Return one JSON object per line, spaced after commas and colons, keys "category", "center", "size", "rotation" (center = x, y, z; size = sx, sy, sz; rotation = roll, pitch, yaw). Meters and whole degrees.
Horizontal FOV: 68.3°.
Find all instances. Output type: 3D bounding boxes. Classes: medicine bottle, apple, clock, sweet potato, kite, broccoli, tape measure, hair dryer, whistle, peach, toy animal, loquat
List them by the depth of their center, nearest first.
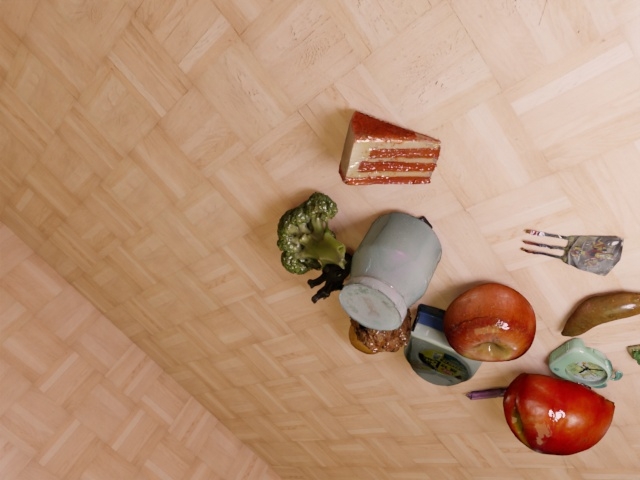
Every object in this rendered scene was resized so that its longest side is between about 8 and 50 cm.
{"category": "kite", "center": [0.678, 0.025, 1.280], "size": [0.245, 0.015, 0.141], "rotation": [13, 130, 19]}
{"category": "sweet potato", "center": [0.811, 0.191, 1.311], "size": [0.108, 0.079, 0.346], "rotation": [23, 143, -33]}
{"category": "medicine bottle", "center": [0.201, 0.097, 1.398], "size": [0.244, 0.290, 0.245], "rotation": [22, 141, 19]}
{"category": "hair dryer", "center": [0.296, -0.040, 1.434], "size": [0.083, 0.026, 0.047], "rotation": [-24, 112, 45]}
{"category": "apple", "center": [0.516, 0.252, 1.440], "size": [0.251, 0.206, 0.272], "rotation": [25, 139, -7]}
{"category": "clock", "center": [0.834, 0.398, 1.485], "size": [0.188, 0.060, 0.148], "rotation": [31, 136, 1]}
{"category": "broccoli", "center": [-0.002, -0.021, 1.519], "size": [0.302, 0.186, 0.254], "rotation": [-8, 80, 38]}
{"category": "peach", "center": [0.782, 0.549, 1.537], "size": [0.338, 0.281, 0.281], "rotation": [-12, 130, -9]}
{"category": "toy animal", "center": [0.044, 0.137, 1.645], "size": [0.115, 0.146, 0.245], "rotation": [53, 133, 7]}
{"category": "tape measure", "center": [0.422, 0.385, 1.655], "size": [0.259, 0.138, 0.262], "rotation": [23, 135, 12]}
{"category": "loquat", "center": [0.180, 0.352, 1.762], "size": [0.163, 0.137, 0.163], "rotation": [4, 129, 5]}
{"category": "whistle", "center": [0.631, 0.580, 1.781], "size": [0.176, 0.033, 0.033], "rotation": [-24, 113, 42]}

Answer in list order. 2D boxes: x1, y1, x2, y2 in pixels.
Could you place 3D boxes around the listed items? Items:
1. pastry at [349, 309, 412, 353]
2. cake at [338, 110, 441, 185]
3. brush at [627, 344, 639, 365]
{"category": "pastry", "center": [0.185, 0.255, 1.588], "size": [0.193, 0.275, 0.275], "rotation": [-37, 105, 31]}
{"category": "cake", "center": [0.175, -0.218, 1.250], "size": [0.261, 0.160, 0.158], "rotation": [20, 132, 11]}
{"category": "brush", "center": [1.017, 0.300, 1.308], "size": [0.282, 0.048, 0.054], "rotation": [-25, 116, 40]}
